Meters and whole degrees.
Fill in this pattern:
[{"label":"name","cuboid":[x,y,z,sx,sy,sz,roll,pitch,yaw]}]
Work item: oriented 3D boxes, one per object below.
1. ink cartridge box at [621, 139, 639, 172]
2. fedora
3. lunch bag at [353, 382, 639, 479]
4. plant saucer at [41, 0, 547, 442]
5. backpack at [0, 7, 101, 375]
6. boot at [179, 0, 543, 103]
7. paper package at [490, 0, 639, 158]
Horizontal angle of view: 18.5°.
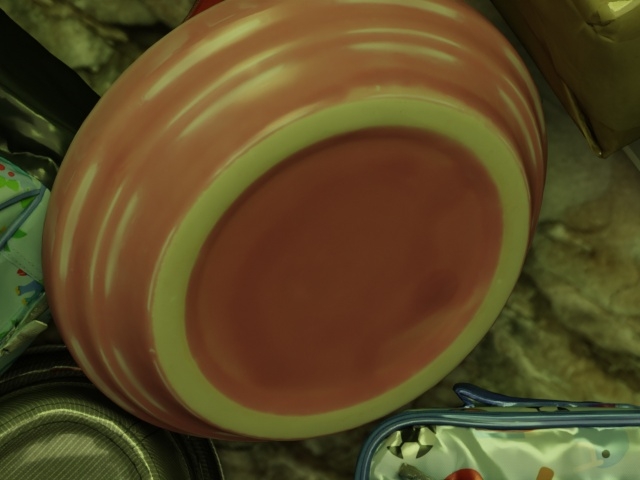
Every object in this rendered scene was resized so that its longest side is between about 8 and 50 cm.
[{"label":"ink cartridge box","cuboid":[0.355,-0.062,1.299,0.261,0.066,0.296,-35,86,-24]},{"label":"fedora","cuboid":[-0.191,0.196,1.272,0.275,0.124,0.244,-37,86,-1]},{"label":"lunch bag","cuboid":[0.155,0.214,1.268,0.303,0.115,0.243,1,85,1]},{"label":"plant saucer","cuboid":[0.000,0.000,1.194,0.332,0.332,0.084,-37,42,0]},{"label":"backpack","cuboid":[-0.316,0.009,1.237,0.290,0.273,0.355,43,103,15]},{"label":"boot","cuboid":[0.010,-0.094,1.305,0.244,0.088,0.176,32,90,10]},{"label":"paper package","cuboid":[0.228,-0.264,1.204,0.325,0.168,0.309,-29,67,-8]}]
